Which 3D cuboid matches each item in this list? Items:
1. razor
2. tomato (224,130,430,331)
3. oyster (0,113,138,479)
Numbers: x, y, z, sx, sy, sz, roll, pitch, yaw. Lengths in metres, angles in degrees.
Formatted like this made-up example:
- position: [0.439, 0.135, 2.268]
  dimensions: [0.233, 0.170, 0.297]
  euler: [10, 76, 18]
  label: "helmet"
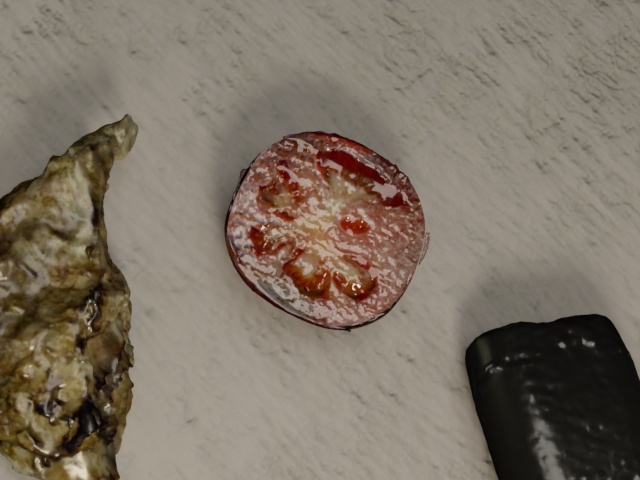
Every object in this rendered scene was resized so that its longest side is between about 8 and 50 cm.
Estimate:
- position: [0.273, 0.240, 1.841]
  dimensions: [0.189, 0.107, 0.327]
  euler: [-8, 71, -20]
  label: "razor"
- position: [-0.001, -0.001, 1.865]
  dimensions: [0.225, 0.085, 0.225]
  euler: [5, 70, -16]
  label: "tomato"
- position: [-0.282, 0.054, 1.740]
  dimensions: [0.204, 0.111, 0.396]
  euler: [3, 71, -14]
  label: "oyster"
